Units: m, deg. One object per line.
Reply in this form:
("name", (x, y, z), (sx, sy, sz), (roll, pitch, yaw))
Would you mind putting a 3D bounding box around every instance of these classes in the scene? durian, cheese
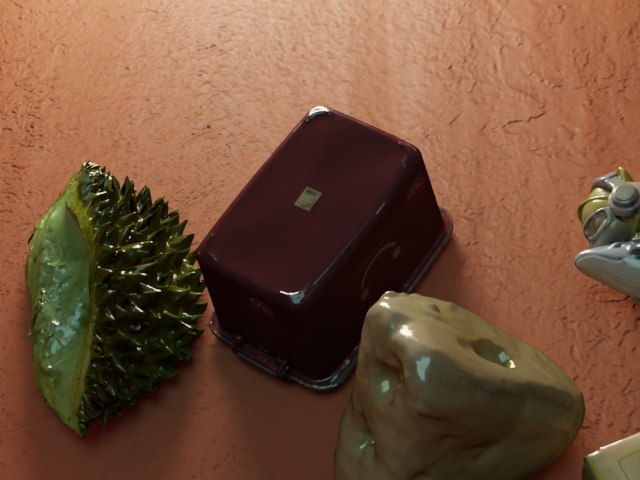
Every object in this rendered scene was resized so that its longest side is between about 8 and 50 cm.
("durian", (-0.248, 0.050, 1.897), (0.198, 0.163, 0.394), (-46, 43, 29))
("cheese", (0.141, 0.185, 1.676), (0.248, 0.251, 0.173), (3, 33, -29))

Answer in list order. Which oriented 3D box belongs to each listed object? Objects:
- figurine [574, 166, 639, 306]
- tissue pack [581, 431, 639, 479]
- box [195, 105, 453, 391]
("figurine", (0.376, -0.007, 1.763), (0.208, 0.128, 0.184), (-20, 51, -11))
("tissue pack", (0.376, 0.297, 1.551), (0.159, 0.125, 0.234), (-23, 54, -6))
("box", (0.000, 0.000, 1.813), (0.193, 0.167, 0.294), (25, 65, 28))
